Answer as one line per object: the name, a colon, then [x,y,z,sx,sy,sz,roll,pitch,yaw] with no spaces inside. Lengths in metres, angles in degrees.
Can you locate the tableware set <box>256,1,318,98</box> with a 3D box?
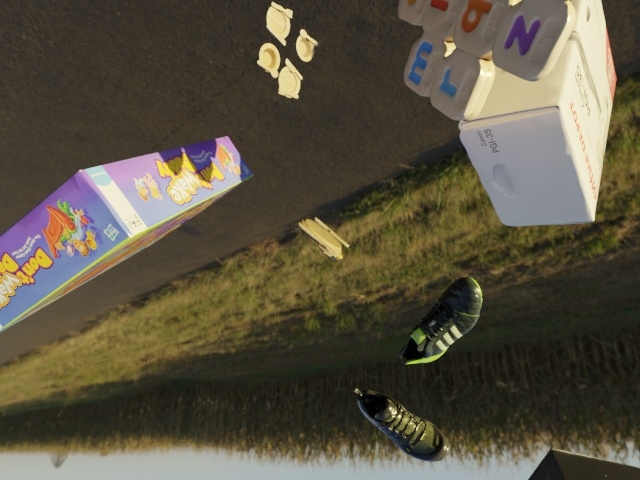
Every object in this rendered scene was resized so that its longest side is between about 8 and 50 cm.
tableware set: [-0.071,-0.388,0.960,0.020,0.168,0.141,10,170,40]

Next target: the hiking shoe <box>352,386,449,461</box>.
hiking shoe: [0.166,0.398,1.007,0.227,0.086,0.114,22,163,35]

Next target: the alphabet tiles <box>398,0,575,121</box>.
alphabet tiles: [0.152,-0.259,0.407,0.021,0.278,0.284,4,122,-20]

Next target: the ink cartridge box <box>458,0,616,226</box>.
ink cartridge box: [0.304,-0.187,0.624,0.117,0.282,0.207,-1,144,41]

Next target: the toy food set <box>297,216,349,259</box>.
toy food set: [0.000,0.000,1.103,0.038,0.132,0.192,-51,174,12]

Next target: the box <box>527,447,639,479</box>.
box: [0.381,0.538,0.626,0.179,0.343,0.312,13,117,-4]

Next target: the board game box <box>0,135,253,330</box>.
board game box: [-0.256,-0.030,0.623,0.233,0.078,0.347,-30,-171,19]

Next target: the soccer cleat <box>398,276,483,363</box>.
soccer cleat: [0.172,0.124,0.674,0.072,0.060,0.178,-9,138,-32]
